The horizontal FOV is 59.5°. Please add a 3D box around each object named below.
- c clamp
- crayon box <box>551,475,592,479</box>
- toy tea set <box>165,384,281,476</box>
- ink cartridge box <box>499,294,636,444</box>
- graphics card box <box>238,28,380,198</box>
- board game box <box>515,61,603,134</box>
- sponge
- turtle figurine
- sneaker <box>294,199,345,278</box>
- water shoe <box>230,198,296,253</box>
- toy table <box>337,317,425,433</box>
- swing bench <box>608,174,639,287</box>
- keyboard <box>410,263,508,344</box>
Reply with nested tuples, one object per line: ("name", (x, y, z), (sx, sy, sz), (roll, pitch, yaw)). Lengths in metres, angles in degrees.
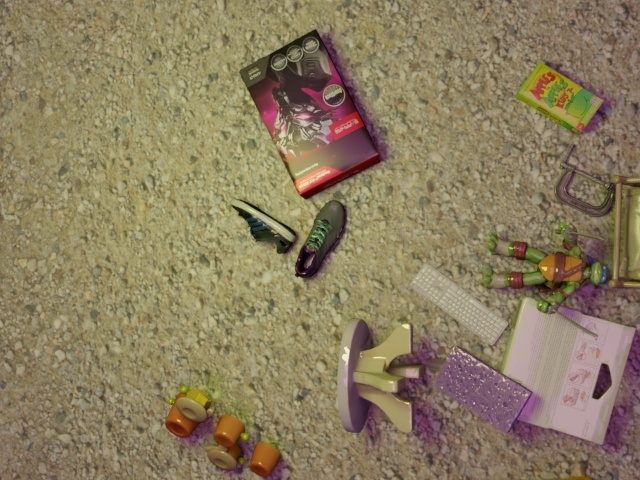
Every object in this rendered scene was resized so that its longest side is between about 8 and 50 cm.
("c clamp", (0.656, -0.141, 1.386), (0.160, 0.022, 0.137), (33, 93, 8))
("crayon box", (0.569, 0.627, 1.256), (0.165, 0.278, 0.081), (-11, 86, 8))
("toy tea set", (-0.249, 0.486, 1.464), (0.336, 0.124, 0.200), (43, 130, -11))
("ink cartridge box", (0.584, 0.311, 1.366), (0.261, 0.066, 0.297), (16, 92, 9))
("graphics card box", (-0.027, -0.323, 1.452), (0.232, 0.094, 0.371), (-26, 85, 7))
("board game box", (0.590, -0.352, 1.388), (0.181, 0.043, 0.092), (35, 94, 7))
("sponge", (0.392, 0.360, 1.368), (0.210, 0.031, 0.117), (31, 99, 31))
("turtle figurine", (0.517, 0.058, 1.292), (0.266, 0.274, 0.198), (5, 112, 29))
("sneaker", (0.000, 0.000, 1.439), (0.083, 0.098, 0.224), (24, 93, 8))
("water shoe", (-0.165, -0.037, 1.477), (0.203, 0.073, 0.080), (32, 96, 8))
("toy table", (0.147, 0.330, 1.358), (0.160, 0.252, 0.275), (-1, 98, 25))
("swing bench", (0.785, -0.012, 1.276), (0.165, 0.254, 0.254), (2, 88, 44))
("keyboard", (0.353, 0.162, 1.429), (0.256, 0.014, 0.072), (37, 94, 7))
